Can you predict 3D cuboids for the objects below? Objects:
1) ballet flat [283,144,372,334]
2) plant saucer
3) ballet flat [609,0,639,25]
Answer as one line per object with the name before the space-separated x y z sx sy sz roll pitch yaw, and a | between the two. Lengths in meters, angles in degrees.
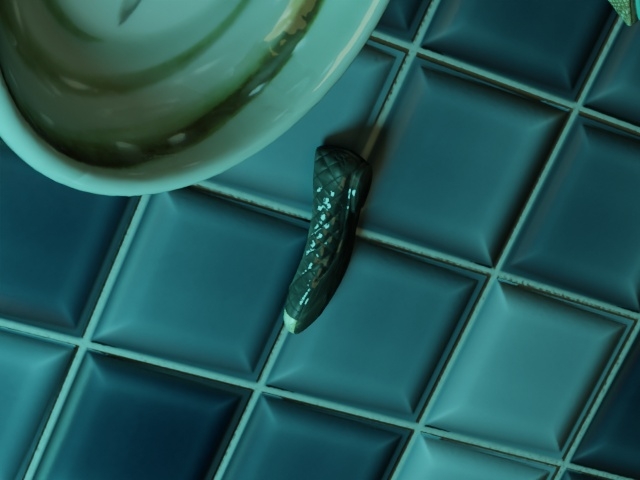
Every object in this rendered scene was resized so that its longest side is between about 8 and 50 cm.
ballet flat | 0.000 0.000 1.404 0.057 0.049 0.173 -23 135 -60
plant saucer | -0.100 -0.226 1.175 0.400 0.100 0.400 -30 140 -29
ballet flat | 0.228 -0.273 1.337 0.067 0.073 0.206 -1 115 13
